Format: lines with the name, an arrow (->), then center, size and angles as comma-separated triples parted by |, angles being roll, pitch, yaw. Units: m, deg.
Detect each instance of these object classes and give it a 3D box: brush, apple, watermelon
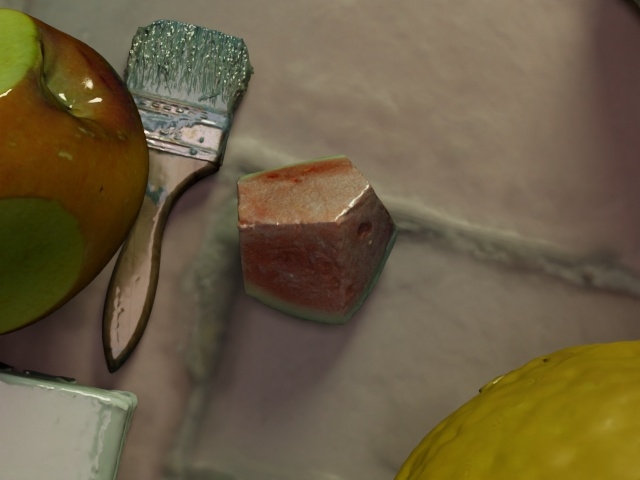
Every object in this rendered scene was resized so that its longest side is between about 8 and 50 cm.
brush -> -0.089, -0.024, 0.666 | 0.070, 0.021, 0.196 | 14, 84, -3
apple -> -0.164, -0.039, 0.588 | 0.147, 0.163, 0.146 | -29, 49, 10
watermelon -> -0.005, 0.002, 0.643 | 0.084, 0.072, 0.092 | -18, 88, 11

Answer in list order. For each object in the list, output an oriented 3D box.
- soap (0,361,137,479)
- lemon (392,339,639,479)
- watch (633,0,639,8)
soap -> -0.192, 0.186, 0.593 | 0.150, 0.094, 0.262 | 12, 82, -2
lemon -> 0.153, 0.206, 0.513 | 0.336, 0.336, 0.336 | 0, 83, -4
watch -> 0.315, -0.180, 0.652 | 0.241, 0.162, 0.253 | -39, 87, -15
